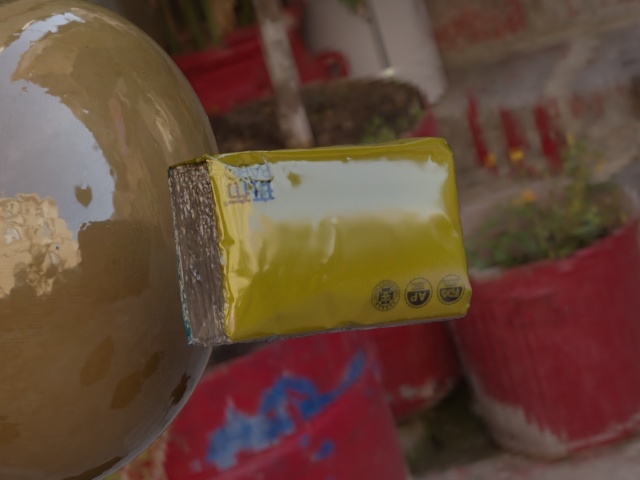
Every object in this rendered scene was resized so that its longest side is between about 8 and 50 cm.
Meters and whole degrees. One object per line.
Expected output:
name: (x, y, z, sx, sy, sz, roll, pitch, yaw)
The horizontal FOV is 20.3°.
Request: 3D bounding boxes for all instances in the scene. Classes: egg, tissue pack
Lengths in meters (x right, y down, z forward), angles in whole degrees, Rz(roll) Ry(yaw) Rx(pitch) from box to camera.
egg: (-0.217, 0.003, 1.319, 0.301, 0.374, 0.301, 2, -16, 0)
tissue pack: (0.000, 0.000, 1.114, 0.169, 0.120, 0.082, -4, -5, -24)
